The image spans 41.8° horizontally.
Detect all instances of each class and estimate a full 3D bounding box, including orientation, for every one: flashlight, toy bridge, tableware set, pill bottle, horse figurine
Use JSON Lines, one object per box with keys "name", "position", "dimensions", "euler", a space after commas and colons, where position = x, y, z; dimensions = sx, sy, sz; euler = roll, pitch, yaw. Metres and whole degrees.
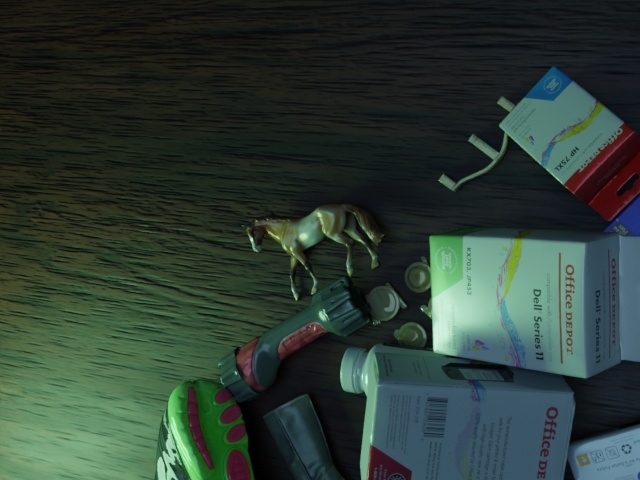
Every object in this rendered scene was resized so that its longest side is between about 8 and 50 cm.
{"name": "flashlight", "position": [-0.046, 0.191, 1.548], "dimensions": [0.304, 0.103, 0.103], "euler": [-31, 40, 19]}
{"name": "toy bridge", "position": [0.288, -0.161, 1.459], "dimensions": [0.063, 0.026, 0.188], "euler": [40, 103, 16]}
{"name": "tableware set", "position": [0.169, 0.118, 1.504], "dimensions": [0.168, 0.020, 0.141], "euler": [-39, 72, 18]}
{"name": "pill bottle", "position": [0.133, 0.236, 1.468], "dimensions": [0.180, 0.108, 0.108], "euler": [4, 90, 23]}
{"name": "horse figurine", "position": [0.000, 0.000, 1.556], "dimensions": [0.263, 0.066, 0.175], "euler": [-24, 85, 23]}

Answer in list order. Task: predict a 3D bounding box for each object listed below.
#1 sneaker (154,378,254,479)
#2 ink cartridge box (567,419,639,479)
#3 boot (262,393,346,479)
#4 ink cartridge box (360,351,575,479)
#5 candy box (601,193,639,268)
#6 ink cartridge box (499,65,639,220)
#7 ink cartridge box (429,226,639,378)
{"name": "sneaker", "position": [-0.206, 0.509, 1.568], "dimensions": [0.202, 0.185, 0.483], "euler": [-39, 54, 54]}
{"name": "ink cartridge box", "position": [0.533, 0.473, 1.314], "dimensions": [0.175, 0.069, 0.371], "euler": [-22, 78, 20]}
{"name": "boot", "position": [-0.053, 0.418, 1.560], "dimensions": [0.189, 0.076, 0.209], "euler": [-33, 82, 6]}
{"name": "ink cartridge box", "position": [0.224, 0.310, 1.335], "dimensions": [0.306, 0.131, 0.226], "euler": [5, 105, -3]}
{"name": "candy box", "position": [0.622, -0.018, 1.260], "dimensions": [0.268, 0.122, 0.317], "euler": [47, 107, 19]}
{"name": "ink cartridge box", "position": [0.419, -0.156, 1.347], "dimensions": [0.134, 0.078, 0.231], "euler": [-49, 57, 14]}
{"name": "ink cartridge box", "position": [0.345, 0.090, 1.299], "dimensions": [0.353, 0.119, 0.207], "euler": [3, 98, 45]}
